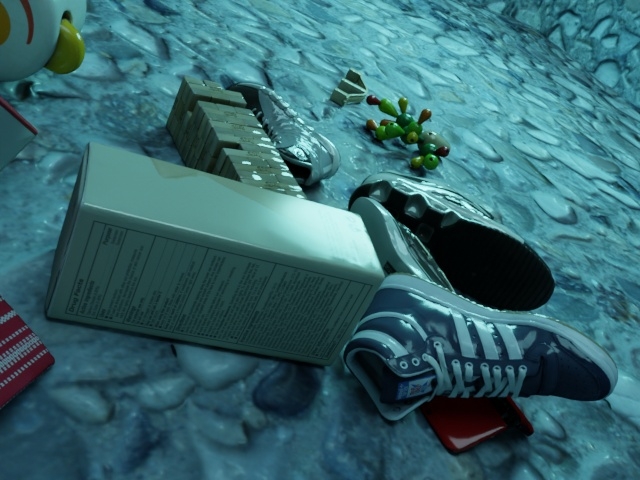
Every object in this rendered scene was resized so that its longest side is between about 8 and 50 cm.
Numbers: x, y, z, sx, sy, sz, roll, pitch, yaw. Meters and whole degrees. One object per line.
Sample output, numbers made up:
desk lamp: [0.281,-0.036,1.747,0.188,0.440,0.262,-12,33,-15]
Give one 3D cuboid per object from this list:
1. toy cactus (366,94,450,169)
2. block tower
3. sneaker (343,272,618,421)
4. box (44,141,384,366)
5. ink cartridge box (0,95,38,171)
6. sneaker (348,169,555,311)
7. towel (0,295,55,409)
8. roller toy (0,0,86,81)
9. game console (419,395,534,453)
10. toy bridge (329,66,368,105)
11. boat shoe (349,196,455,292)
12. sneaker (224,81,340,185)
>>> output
toy cactus: [0.194,-0.214,1.386,0.181,0.112,0.219,13,25,-43]
block tower: [-0.115,-0.097,0.953,0.091,0.097,0.335,4,40,-34]
sneaker: [0.162,0.141,0.755,0.282,0.099,0.153,19,42,23]
box: [-0.109,0.022,0.734,0.311,0.148,0.121,16,32,-23]
ink cartridge box: [-0.453,-0.188,0.702,0.273,0.114,0.197,40,-9,17]
sneaker: [0.215,-0.020,1.076,0.331,0.122,0.146,32,33,5]
towel: [-0.341,0.032,0.521,0.275,0.031,0.199,49,14,-6]
roller toy: [-0.426,-0.315,0.931,0.191,0.209,0.146,-10,31,11]
game console: [0.171,0.187,0.843,0.124,0.085,0.144,41,12,-52]
toy bridge: [0.069,-0.325,1.503,0.063,0.026,0.188,29,31,-2]
boat shoe: [0.114,0.028,0.978,0.070,0.077,0.219,-3,51,-40]
sneaker: [-0.083,-0.163,1.087,0.229,0.086,0.132,35,34,9]
